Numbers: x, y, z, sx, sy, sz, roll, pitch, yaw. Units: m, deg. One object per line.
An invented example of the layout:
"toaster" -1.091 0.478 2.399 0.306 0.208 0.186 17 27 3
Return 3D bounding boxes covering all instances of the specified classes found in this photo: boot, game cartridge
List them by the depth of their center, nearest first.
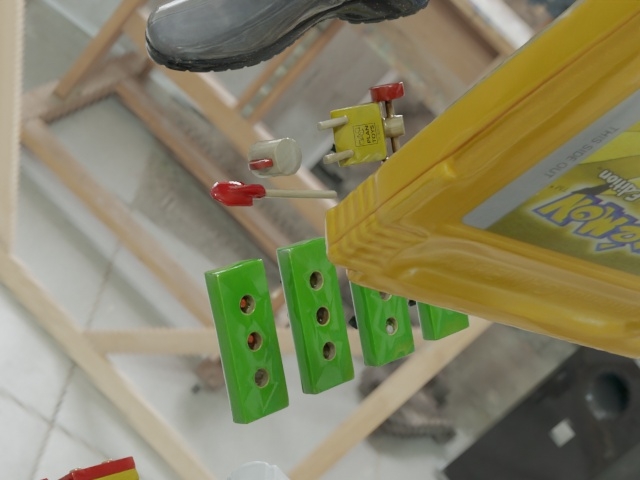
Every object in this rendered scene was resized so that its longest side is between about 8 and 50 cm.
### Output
"game cartridge" 0.198 -0.032 0.878 0.285 0.324 0.052 15 53 -31
"boot" -0.035 -0.315 1.552 0.338 0.222 0.118 -21 53 -13

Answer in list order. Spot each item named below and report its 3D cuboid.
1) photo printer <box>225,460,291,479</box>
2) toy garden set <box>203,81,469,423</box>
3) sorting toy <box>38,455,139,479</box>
"photo printer" -0.049 0.527 2.311 0.307 0.107 0.256 55 28 -38
"toy garden set" 0.000 0.000 1.109 0.244 0.049 0.204 -18 101 -43
"sorting toy" -0.346 0.339 1.737 0.255 0.257 0.089 -9 73 -44
